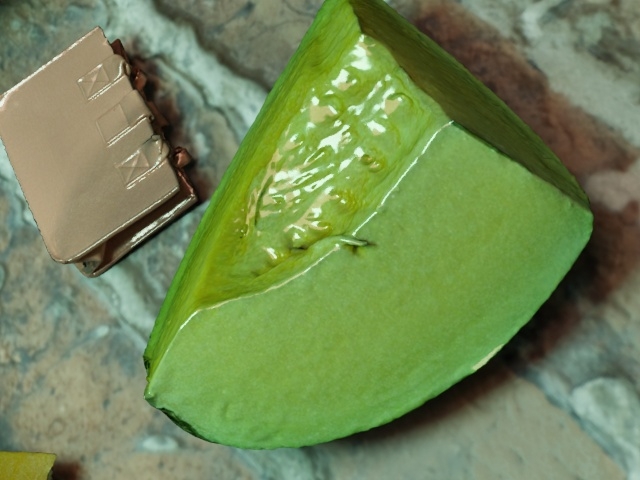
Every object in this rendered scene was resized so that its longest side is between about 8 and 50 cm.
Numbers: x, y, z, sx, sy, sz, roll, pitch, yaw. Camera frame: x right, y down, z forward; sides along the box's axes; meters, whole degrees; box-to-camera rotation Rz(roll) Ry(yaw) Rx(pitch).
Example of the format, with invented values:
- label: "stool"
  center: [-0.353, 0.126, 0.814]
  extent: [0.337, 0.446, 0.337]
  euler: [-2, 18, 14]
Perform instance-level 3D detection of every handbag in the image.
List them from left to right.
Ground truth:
- label: "handbag"
  center: [-0.217, -0.086, 1.395]
  extent: [0.157, 0.059, 0.212]
  euler: [-35, 61, 12]

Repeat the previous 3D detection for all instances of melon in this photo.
- label: "melon"
  center: [0.000, 0.000, 1.173]
  extent: [0.331, 0.226, 0.343]
  euler: [47, 109, 20]

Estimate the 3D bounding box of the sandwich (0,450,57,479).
- label: "sandwich"
  center: [-0.300, 0.272, 1.260]
  extent: [0.162, 0.058, 0.193]
  euler: [2, 49, 17]
